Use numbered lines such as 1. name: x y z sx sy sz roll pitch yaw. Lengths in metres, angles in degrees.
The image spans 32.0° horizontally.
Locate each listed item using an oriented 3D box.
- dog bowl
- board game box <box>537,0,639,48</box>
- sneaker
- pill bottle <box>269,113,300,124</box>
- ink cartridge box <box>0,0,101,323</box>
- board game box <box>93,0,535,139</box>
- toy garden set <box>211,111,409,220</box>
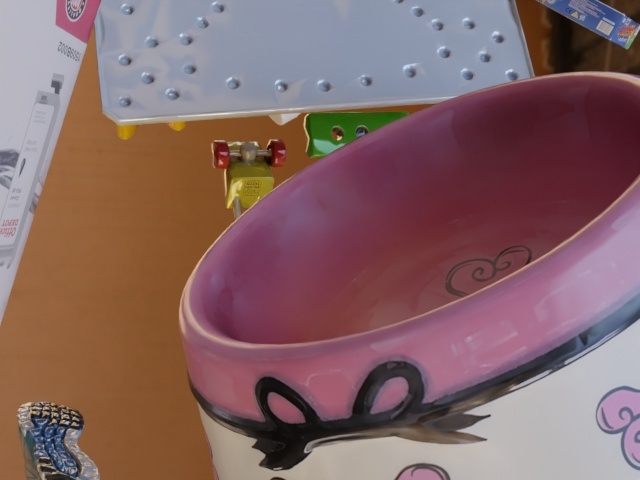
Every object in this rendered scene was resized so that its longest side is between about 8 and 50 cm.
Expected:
1. dog bowl: 0.088 0.032 0.723 0.150 0.408 0.408 64 -7 -21
2. board game box: 0.289 -0.302 1.372 0.035 0.201 0.136 -61 162 16
3. sneaker: -0.277 0.233 1.140 0.190 0.071 0.082 -130 -128 -61
4. pill bottle: 0.000 -0.270 1.684 0.119 0.208 0.119 52 -12 16
5. ink cartridge box: -0.231 -0.067 0.612 0.207 0.117 0.283 7 100 -84
6. board game box: -0.026 -0.284 1.072 0.050 0.390 0.389 107 -24 -64
7. toy garden set: 0.000 0.000 1.089 0.049 0.204 0.244 159 -73 -68
